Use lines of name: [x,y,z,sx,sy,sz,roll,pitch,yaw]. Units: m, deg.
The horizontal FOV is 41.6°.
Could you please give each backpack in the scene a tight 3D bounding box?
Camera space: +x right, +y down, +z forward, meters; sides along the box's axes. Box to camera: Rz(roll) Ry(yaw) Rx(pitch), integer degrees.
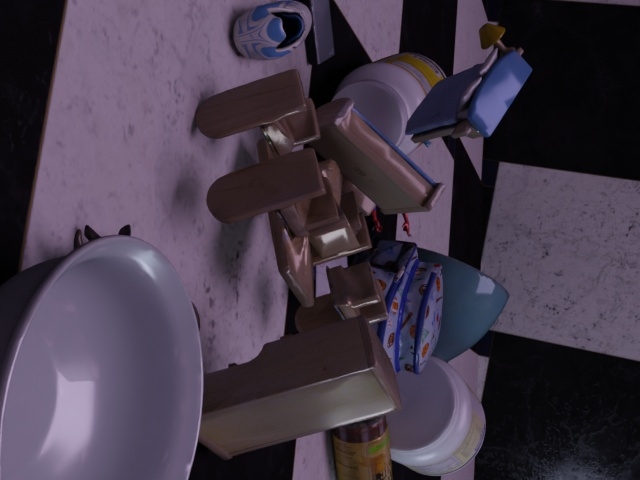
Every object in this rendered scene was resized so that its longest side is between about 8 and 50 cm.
backpack: [0.117,0.152,1.595,0.263,0.213,0.276,-49,140,-46]

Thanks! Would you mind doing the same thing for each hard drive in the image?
hard drive: [-0.005,-0.383,1.474,0.094,0.022,0.135,-50,137,-61]

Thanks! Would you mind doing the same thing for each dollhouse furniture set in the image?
dollhouse furniture set: [-0.068,0.056,1.137,0.362,0.256,0.394,61,14,-56]
dollhouse furniture set: [0.124,-0.218,1.326,0.198,0.286,0.303,41,73,-19]

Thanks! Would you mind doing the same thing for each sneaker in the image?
sneaker: [-0.051,-0.315,1.257,0.237,0.086,0.085,-49,135,-63]

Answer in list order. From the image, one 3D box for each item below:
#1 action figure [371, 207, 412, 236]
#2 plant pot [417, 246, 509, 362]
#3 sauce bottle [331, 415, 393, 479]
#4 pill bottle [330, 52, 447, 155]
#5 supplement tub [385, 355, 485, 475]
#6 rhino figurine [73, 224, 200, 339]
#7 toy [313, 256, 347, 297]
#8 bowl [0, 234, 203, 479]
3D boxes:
action figure: [0.164,-0.066,1.855,0.280,0.091,0.139,5,78,-70]
plant pot: [0.248,0.160,1.879,0.195,0.290,0.290,-66,155,-11]
sauce bottle: [0.089,0.479,1.648,0.111,0.111,0.344,-51,138,-60]
pill bottle: [0.130,-0.253,1.614,0.334,0.188,0.188,-40,128,-64]
supplement tub: [0.222,0.377,1.828,0.325,0.235,0.235,48,46,-62]
rhino figurine: [-0.197,0.061,0.883,0.243,0.073,0.106,64,37,-50]
toy: [0.000,0.000,1.454,0.137,0.056,0.237,30,57,-59]
bowl: [-0.225,0.143,0.715,0.298,0.134,0.298,1,90,-71]
